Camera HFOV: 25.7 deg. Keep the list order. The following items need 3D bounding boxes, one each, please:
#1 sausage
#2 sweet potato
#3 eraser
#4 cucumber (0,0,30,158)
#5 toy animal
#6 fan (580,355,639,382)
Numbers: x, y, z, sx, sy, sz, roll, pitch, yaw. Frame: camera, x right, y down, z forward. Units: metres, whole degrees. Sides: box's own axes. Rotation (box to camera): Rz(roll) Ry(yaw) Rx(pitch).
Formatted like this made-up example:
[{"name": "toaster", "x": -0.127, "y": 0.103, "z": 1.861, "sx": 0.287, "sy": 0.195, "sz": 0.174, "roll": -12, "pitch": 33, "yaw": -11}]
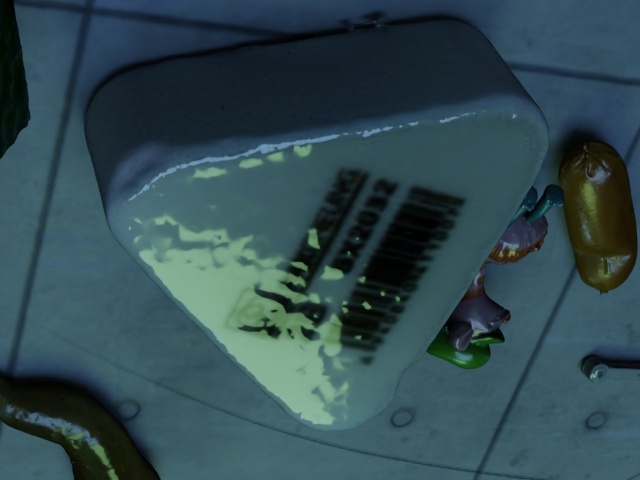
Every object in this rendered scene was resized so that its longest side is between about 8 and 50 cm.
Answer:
[{"name": "sausage", "x": 0.246, "y": -0.024, "z": 1.238, "sx": 0.062, "sy": 0.054, "sz": 0.183, "roll": -1, "pitch": 137, "yaw": 22}, {"name": "sweet potato", "x": -0.204, "y": 0.188, "z": 1.238, "sx": 0.081, "sy": 0.062, "sz": 0.233, "roll": -29, "pitch": 128, "yaw": 5}, {"name": "eraser", "x": 0.000, "y": 0.000, "z": 1.105, "sx": 0.331, "sy": 0.150, "sz": 0.331, "roll": -10, "pitch": 131, "yaw": -12}, {"name": "cucumber", "x": -0.278, "y": -0.133, "z": 0.893, "sx": 0.191, "sy": 0.191, "sz": 0.130, "roll": -10, "pitch": 128, "yaw": -13}, {"name": "toy animal", "x": 0.136, "y": 0.013, "z": 1.209, "sx": 0.103, "sy": 0.100, "sz": 0.208, "roll": 17, "pitch": 131, "yaw": -4}, {"name": "fan", "x": 0.389, "y": 0.131, "z": 1.433, "sx": 0.282, "sy": 0.023, "sz": 0.057, "roll": 5, "pitch": 126, "yaw": -25}]
